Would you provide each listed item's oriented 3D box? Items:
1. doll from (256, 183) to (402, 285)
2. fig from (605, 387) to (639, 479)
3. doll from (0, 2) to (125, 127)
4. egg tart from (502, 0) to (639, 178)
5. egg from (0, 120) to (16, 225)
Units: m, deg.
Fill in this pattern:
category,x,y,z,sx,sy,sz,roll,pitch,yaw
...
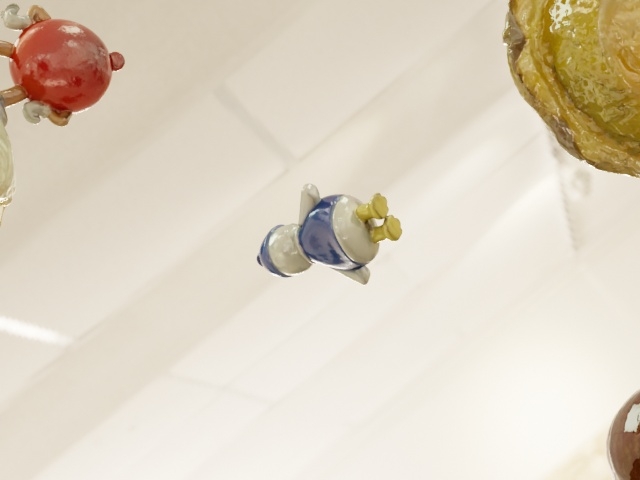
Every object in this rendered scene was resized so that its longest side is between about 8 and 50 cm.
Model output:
category,x,y,z,sx,sy,sz,roll,pitch,yaw
doll,0.000,0.000,1.172,0.143,0.099,0.058,-20,22,39
fig,0.398,0.244,1.536,0.205,0.205,0.205,-35,-16,-11
doll,-0.360,-0.228,1.863,0.217,0.183,0.085,-18,-8,-36
egg tart,0.315,-0.193,1.355,0.288,0.288,0.118,-36,1,-8
egg,-0.511,-0.065,1.646,0.283,0.283,0.345,-25,3,-41
